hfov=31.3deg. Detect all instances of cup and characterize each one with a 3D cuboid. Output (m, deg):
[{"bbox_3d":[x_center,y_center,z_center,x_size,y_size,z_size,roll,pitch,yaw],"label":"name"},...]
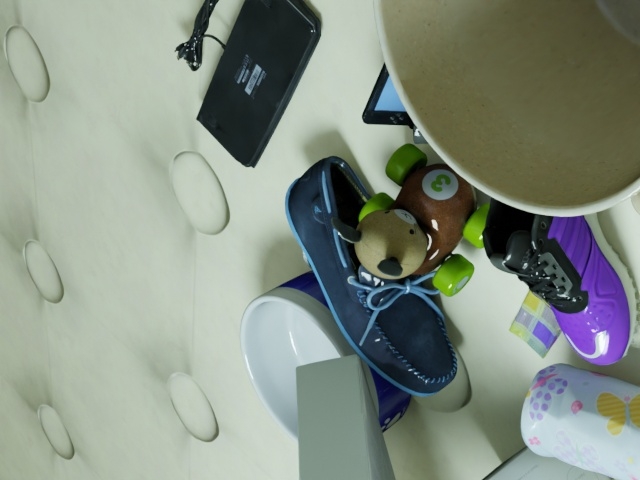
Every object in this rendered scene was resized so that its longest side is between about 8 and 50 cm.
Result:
[{"bbox_3d":[0.243,-0.219,1.004,0.331,0.237,0.331,29,134,36],"label":"cup"}]

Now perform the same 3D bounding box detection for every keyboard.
[{"bbox_3d":[-0.111,-0.256,1.593,0.201,0.033,0.317,46,141,11],"label":"keyboard"}]

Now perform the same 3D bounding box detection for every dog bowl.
[{"bbox_3d":[0.005,0.180,1.670,0.265,0.104,0.265,30,134,37],"label":"dog bowl"}]

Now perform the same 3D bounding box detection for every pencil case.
[{"bbox_3d":[0.355,0.221,1.261,0.273,0.113,0.124,16,148,45],"label":"pencil case"}]

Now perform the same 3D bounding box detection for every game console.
[{"bbox_3d":[0.120,-0.158,1.341,0.122,0.107,0.071,114,148,-47],"label":"game console"}]

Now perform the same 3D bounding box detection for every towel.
[{"bbox_3d":[0.263,0.100,1.382,0.060,0.009,0.083,44,140,23],"label":"towel"}]

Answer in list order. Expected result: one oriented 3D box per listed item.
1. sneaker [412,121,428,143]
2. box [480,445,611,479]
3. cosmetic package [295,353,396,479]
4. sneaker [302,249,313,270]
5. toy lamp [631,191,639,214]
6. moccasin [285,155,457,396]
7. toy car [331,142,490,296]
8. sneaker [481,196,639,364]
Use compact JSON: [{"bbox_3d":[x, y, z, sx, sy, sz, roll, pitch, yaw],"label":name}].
[{"bbox_3d":[0.150,-0.159,1.284,0.089,0.051,0.170,2,126,3],"label":"sneaker"},{"bbox_3d":[0.299,0.434,1.381,0.345,0.215,0.168,53,144,13],"label":"box"},{"bbox_3d":[0.055,0.382,1.482,0.284,0.097,0.377,-97,-8,-54],"label":"cosmetic package"},{"bbox_3d":[0.000,0.000,1.614,0.043,0.040,0.109,21,128,40],"label":"sneaker"},{"bbox_3d":[0.348,-0.012,1.149,0.275,0.080,0.080,57,144,5],"label":"toy lamp"},{"bbox_3d":[0.066,0.044,1.482,0.342,0.137,0.117,53,139,11],"label":"moccasin"},{"bbox_3d":[0.095,-0.012,1.338,0.155,0.188,0.149,40,120,21],"label":"toy car"},{"bbox_3d":[0.241,0.015,1.235,0.102,0.146,0.293,-5,108,52],"label":"sneaker"}]
